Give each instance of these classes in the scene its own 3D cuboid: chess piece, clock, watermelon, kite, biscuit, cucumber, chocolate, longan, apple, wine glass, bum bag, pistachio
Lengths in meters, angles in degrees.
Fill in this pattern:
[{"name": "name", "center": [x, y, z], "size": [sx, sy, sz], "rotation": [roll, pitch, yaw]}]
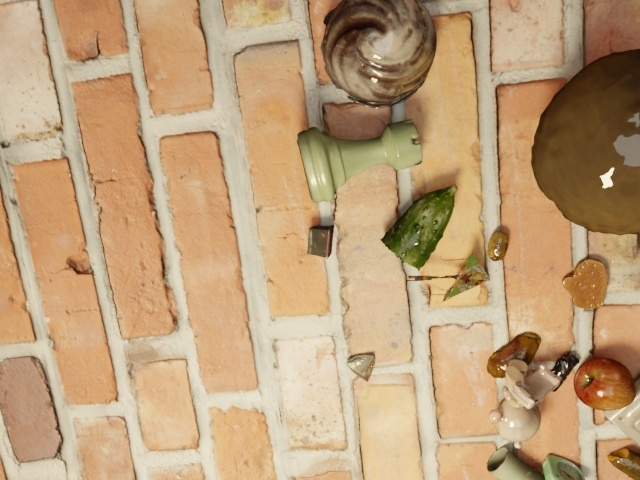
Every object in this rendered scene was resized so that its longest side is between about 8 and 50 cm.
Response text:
[{"name": "chess piece", "center": [0.101, -0.217, 1.655], "size": [0.298, 0.194, 0.195], "rotation": [-13, 102, 0]}, {"name": "clock", "center": [0.700, 0.670, 1.839], "size": [0.135, 0.101, 0.041], "rotation": [20, 119, -2]}, {"name": "watermelon", "center": [0.114, 0.364, 1.845], "size": [0.085, 0.061, 0.085], "rotation": [-1, 106, -3]}, {"name": "clock", "center": [0.951, 0.485, 1.760], "size": [0.262, 0.116, 0.231], "rotation": [40, 105, -3]}, {"name": "kite", "center": [0.348, 0.097, 1.737], "size": [0.244, 0.006, 0.198], "rotation": [3, 131, -17]}, {"name": "biscuit", "center": [0.707, 0.115, 1.742], "size": [0.118, 0.023, 0.140], "rotation": [7, 105, 5]}, {"name": "cucumber", "center": [0.274, -0.048, 1.702], "size": [0.134, 0.134, 0.244], "rotation": [38, 101, -4]}, {"name": "chocolate", "center": [0.138, -0.468, 1.567], "size": [0.303, 0.213, 0.303], "rotation": [1, 103, 4]}, {"name": "longan", "center": [0.704, -0.226, 1.478], "size": [0.436, 0.404, 0.404], "rotation": [-41, 96, 17]}, {"name": "apple", "center": [0.763, 0.386, 1.742], "size": [0.130, 0.146, 0.146], "rotation": [16, 105, -16]}, {"name": "wine glass", "center": [0.590, 0.695, 1.856], "size": [0.231, 0.103, 0.103], "rotation": [40, 104, 0]}, {"name": "bum bag", "center": [0.665, 0.366, 1.802], "size": [0.057, 0.034, 0.124], "rotation": [24, 106, -14]}, {"name": "pistachio", "center": [0.540, 0.328, 1.798], "size": [0.173, 0.049, 0.089], "rotation": [-41, 98, 14]}]

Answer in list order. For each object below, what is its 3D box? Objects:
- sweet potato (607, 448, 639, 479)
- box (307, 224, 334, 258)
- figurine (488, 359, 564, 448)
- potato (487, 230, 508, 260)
[{"name": "sweet potato", "center": [0.928, 0.654, 1.823], "size": [0.243, 0.077, 0.077], "rotation": [25, 105, 1]}, {"name": "box", "center": [0.000, 0.000, 1.774], "size": [0.063, 0.060, 0.085], "rotation": [9, 105, 12]}, {"name": "figurine", "center": [0.553, 0.454, 1.773], "size": [0.144, 0.182, 0.257], "rotation": [22, 133, 24]}, {"name": "potato", "center": [0.473, 0.016, 1.734], "size": [0.051, 0.040, 0.083], "rotation": [7, 105, -1]}]
